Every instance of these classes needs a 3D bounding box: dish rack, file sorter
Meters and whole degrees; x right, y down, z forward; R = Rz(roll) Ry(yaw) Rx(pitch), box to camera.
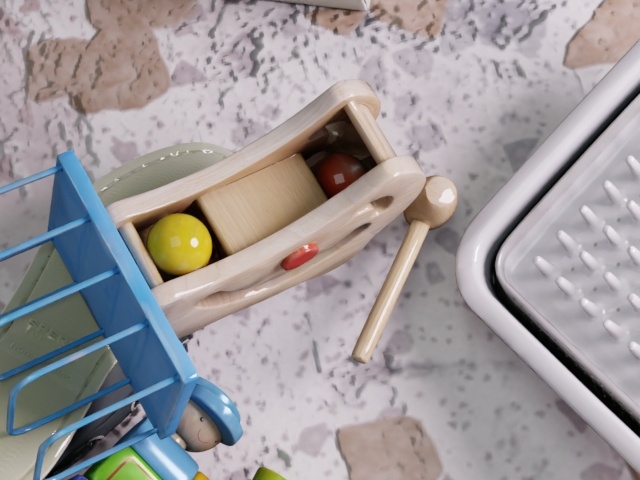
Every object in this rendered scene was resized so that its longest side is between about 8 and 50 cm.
[{"bbox_3d":[0.282,0.024,0.974,0.285,0.072,0.333,-48,56,5],"label":"dish rack"},{"bbox_3d":[-0.170,0.056,0.925,0.104,0.118,0.170,-25,74,-22],"label":"file sorter"}]

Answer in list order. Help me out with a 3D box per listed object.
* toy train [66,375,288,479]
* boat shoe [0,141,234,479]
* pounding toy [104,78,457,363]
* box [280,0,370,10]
[{"bbox_3d":[-0.058,0.223,1.011,0.248,0.105,0.143,46,65,-4],"label":"toy train"},{"bbox_3d":[-0.165,0.067,1.054,0.127,0.113,0.340,33,59,-1],"label":"boat shoe"},{"bbox_3d":[0.000,0.000,0.985,0.269,0.154,0.155,-23,74,-25],"label":"pounding toy"},{"bbox_3d":[-0.088,-0.265,1.163,0.275,0.094,0.113,10,74,11],"label":"box"}]
